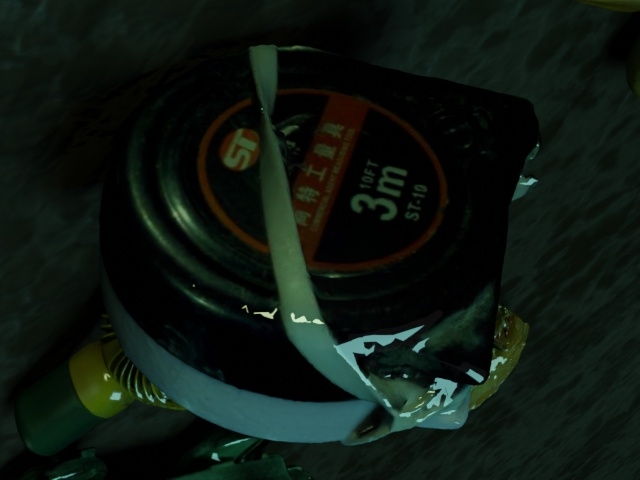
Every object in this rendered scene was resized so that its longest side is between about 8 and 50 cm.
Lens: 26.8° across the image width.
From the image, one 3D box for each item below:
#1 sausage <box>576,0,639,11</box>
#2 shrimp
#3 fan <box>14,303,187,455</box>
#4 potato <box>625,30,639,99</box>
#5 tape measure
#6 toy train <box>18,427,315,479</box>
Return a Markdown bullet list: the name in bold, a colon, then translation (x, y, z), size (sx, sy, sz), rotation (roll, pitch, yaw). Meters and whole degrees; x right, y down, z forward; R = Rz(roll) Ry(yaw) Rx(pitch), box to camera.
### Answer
- **sausage**: translation (0.133, -0.155, 0.599), size (0.328, 0.112, 0.112), rotation (-4, 139, -53)
- **shrimp**: translation (0.126, 0.089, 1.092), size (0.115, 0.051, 0.217), rotation (-37, 156, -20)
- **fan**: translation (-0.103, 0.065, 0.697), size (0.155, 0.082, 0.039), rotation (-36, 154, 22)
- **potato**: translation (0.272, -0.140, 0.846), size (0.170, 0.080, 0.107), rotation (-43, 125, 10)
- **tape measure**: translation (-0.005, -0.001, 0.586), size (0.107, 0.181, 0.182), rotation (103, 7, -48)
- **toy train**: translation (-0.127, 0.220, 0.882), size (0.301, 0.120, 0.202), rotation (-5, 143, -52)
